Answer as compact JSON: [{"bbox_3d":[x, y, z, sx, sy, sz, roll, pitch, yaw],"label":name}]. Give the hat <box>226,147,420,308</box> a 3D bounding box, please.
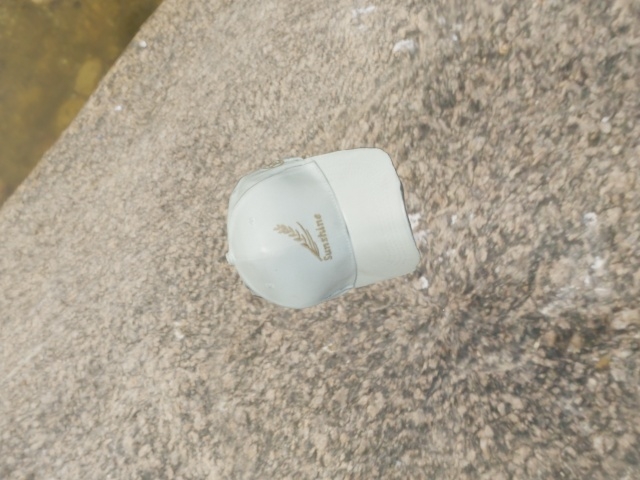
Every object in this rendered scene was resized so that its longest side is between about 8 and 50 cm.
[{"bbox_3d":[0.001,-0.002,0.755,0.301,0.168,0.258,-9,106,44],"label":"hat"}]
